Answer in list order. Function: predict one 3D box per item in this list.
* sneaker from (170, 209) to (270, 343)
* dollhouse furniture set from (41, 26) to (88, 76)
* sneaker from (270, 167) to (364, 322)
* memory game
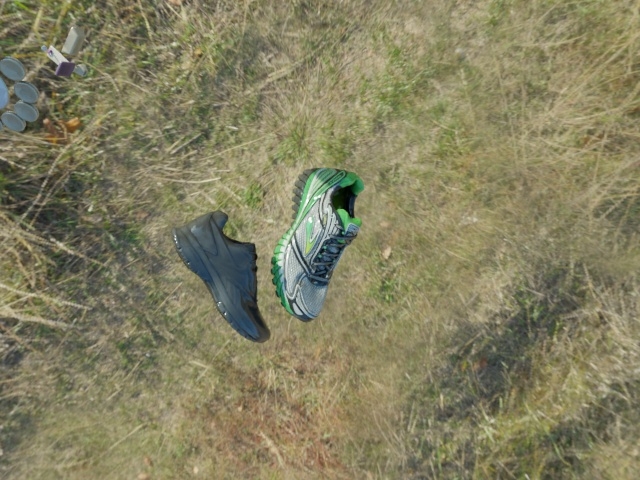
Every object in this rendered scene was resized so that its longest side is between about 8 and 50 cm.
[{"bbox_3d":[-0.162,0.072,0.961,0.130,0.109,0.286,-34,109,-14],"label":"sneaker"},{"bbox_3d":[-0.568,-0.442,1.130,0.081,0.091,0.114,42,115,5],"label":"dollhouse furniture set"},{"bbox_3d":[0.000,0.000,1.043,0.146,0.134,0.343,0,73,39],"label":"sneaker"},{"bbox_3d":[-0.531,-0.245,0.778,0.186,0.012,0.186,3,138,3],"label":"memory game"}]
